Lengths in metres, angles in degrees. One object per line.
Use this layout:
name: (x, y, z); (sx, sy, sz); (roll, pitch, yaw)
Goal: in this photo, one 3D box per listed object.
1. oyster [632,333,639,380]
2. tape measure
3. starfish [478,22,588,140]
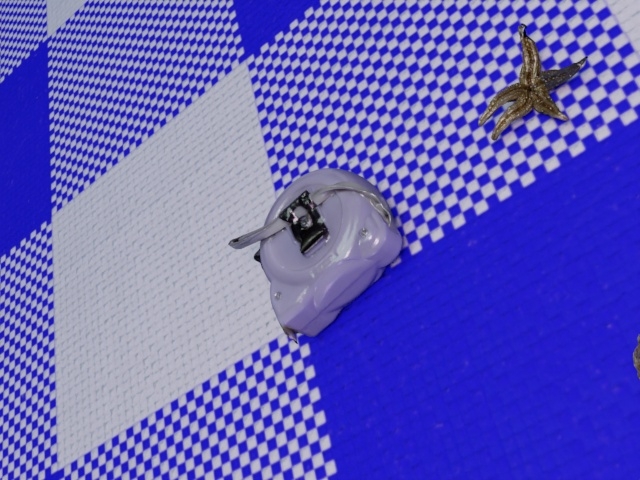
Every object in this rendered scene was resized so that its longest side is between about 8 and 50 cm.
oyster: (0.325, 0.121, 0.780); (0.080, 0.038, 0.083); (1, 38, 16)
tape measure: (-0.003, 0.000, 1.067); (0.196, 0.105, 0.178); (-48, 45, 14)
starfish: (0.244, -0.184, 0.985); (0.133, 0.041, 0.131); (-11, 70, 30)
